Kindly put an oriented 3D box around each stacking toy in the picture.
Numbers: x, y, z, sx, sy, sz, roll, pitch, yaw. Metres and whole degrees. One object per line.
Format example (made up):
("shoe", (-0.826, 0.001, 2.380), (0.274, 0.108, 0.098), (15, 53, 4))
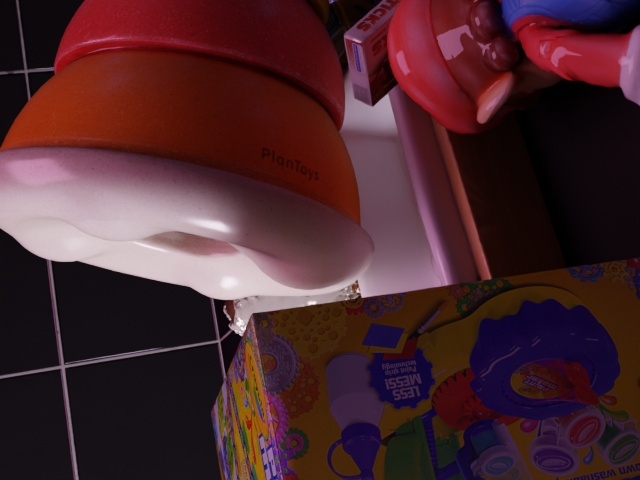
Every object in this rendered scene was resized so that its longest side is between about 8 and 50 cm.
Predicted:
("stacking toy", (-0.093, -0.200, 0.775), (0.350, 0.350, 0.480), (143, 138, -72))

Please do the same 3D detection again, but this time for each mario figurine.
("mario figurine", (0.173, -0.168, 0.512), (0.198, 0.170, 0.320), (-59, 10, -26))

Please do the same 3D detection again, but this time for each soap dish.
("soap dish", (0.102, -0.042, 0.753), (0.229, 0.118, 0.291), (118, 141, -65))

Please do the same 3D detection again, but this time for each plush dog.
("plush dog", (0.000, 0.000, 1.107), (0.225, 0.210, 0.262), (-90, 18, -67))

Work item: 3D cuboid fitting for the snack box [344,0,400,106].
("snack box", (0.086, -0.183, 0.643), (0.022, 0.178, 0.064), (31, 154, 31))

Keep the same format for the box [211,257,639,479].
("box", (0.089, 0.153, 0.574), (0.279, 0.289, 0.177), (119, 141, -64))

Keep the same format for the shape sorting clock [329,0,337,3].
("shape sorting clock", (0.017, -0.290, 1.083), (0.206, 0.040, 0.206), (173, 90, -74))

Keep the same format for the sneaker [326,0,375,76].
("sneaker", (-0.024, -0.136, 0.947), (0.112, 0.296, 0.131), (46, -175, 9))
